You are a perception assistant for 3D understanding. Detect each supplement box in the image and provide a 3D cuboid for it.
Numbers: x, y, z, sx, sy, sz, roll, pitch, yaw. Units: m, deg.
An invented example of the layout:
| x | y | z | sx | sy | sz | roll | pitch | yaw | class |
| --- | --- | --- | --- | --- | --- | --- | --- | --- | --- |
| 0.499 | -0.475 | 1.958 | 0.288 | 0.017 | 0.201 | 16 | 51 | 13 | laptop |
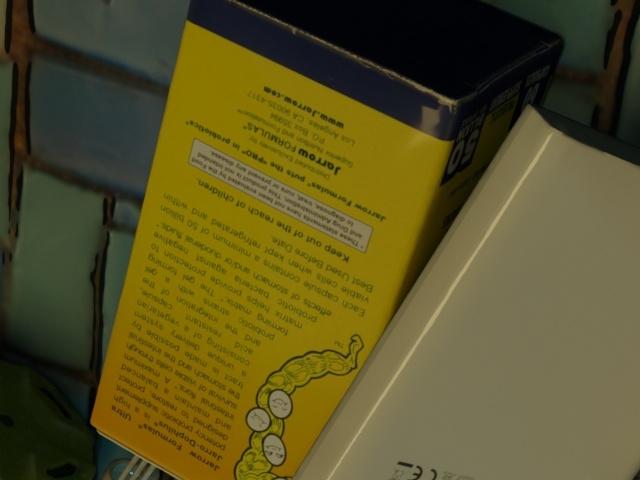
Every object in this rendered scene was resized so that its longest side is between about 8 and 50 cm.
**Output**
| x | y | z | sx | sy | sz | roll | pitch | yaw | class |
| --- | --- | --- | --- | --- | --- | --- | --- | --- | --- |
| 0.000 | 0.000 | 1.037 | 0.195 | 0.194 | 0.356 | 27 | 120 | 18 | supplement box |

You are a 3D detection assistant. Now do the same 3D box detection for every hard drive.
| x | y | z | sx | sy | sz | roll | pitch | yaw | class |
| --- | --- | --- | --- | --- | --- | --- | --- | --- | --- |
| 0.136 | 0.099 | 0.964 | 0.353 | 0.233 | 0.047 | -59 | 33 | 21 | hard drive |

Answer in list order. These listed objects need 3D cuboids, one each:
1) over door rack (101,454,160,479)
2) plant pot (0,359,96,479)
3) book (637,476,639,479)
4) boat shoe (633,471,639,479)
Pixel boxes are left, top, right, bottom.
| x | y | z | sx | sy | sz | roll | pitch | yaw | class |
| --- | --- | --- | --- | --- | --- | --- | --- | --- | --- |
| -0.093 | 0.315 | 1.224 | 0.239 | 0.108 | 0.324 | -55 | 50 | 32 | over door rack |
| -0.339 | 0.237 | 1.289 | 0.276 | 0.276 | 0.254 | 42 | 108 | 9 | plant pot |
| 0.275 | 0.125 | 0.989 | 0.035 | 0.096 | 0.144 | 48 | 124 | 4 | book |
| 0.259 | 0.220 | 1.064 | 0.135 | 0.045 | 0.050 | 47 | 124 | 6 | boat shoe |
